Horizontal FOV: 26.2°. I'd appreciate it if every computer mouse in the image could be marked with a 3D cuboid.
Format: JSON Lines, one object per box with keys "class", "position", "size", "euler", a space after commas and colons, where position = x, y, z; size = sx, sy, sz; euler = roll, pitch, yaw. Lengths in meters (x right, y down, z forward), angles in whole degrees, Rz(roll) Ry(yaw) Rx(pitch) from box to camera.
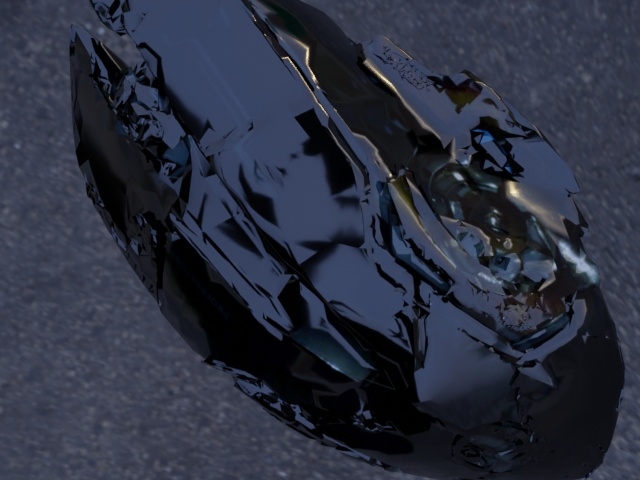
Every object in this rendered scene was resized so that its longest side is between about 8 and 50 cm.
{"class": "computer mouse", "position": [0.000, 0.000, 0.463], "size": [0.241, 0.077, 0.146], "euler": [42, 119, 9]}
